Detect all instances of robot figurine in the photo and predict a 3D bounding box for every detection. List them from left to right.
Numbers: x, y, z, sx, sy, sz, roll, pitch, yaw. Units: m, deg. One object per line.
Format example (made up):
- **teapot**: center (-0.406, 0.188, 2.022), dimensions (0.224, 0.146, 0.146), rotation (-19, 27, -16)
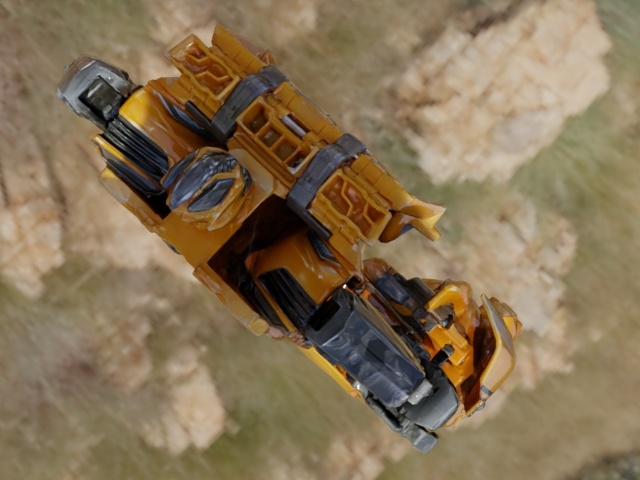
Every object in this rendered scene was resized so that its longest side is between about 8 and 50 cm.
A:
- **robot figurine**: center (0.000, 0.000, 0.657), dimensions (0.085, 0.211, 0.291), rotation (-47, 162, 0)
